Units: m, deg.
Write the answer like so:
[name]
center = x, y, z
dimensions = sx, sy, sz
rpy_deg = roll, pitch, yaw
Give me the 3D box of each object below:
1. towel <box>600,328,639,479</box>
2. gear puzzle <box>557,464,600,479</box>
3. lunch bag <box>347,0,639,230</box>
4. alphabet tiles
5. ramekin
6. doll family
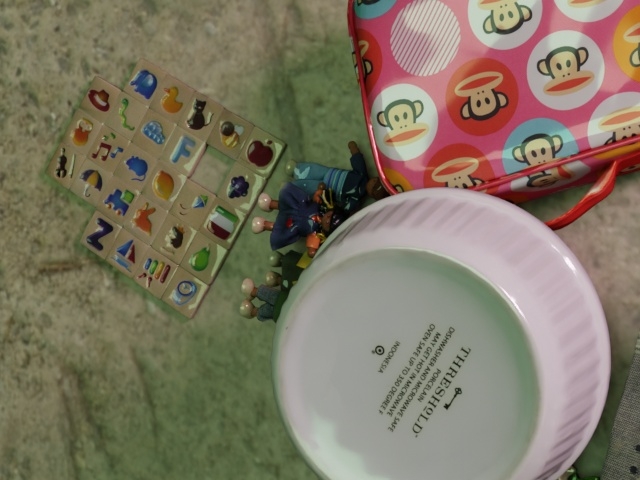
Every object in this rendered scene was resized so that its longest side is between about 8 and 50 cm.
[towel]
center = 0.353, 0.175, 0.864
dimensions = 0.324, 0.056, 0.312
rpy_deg = 16, 89, 41
[gear puzzle]
center = 0.201, 0.281, 1.000
dimensions = 0.339, 0.044, 0.175
rpy_deg = 40, 102, 26
[lunch bag]
center = 0.179, -0.136, 1.011
dimensions = 0.293, 0.120, 0.258
rpy_deg = -14, 79, 22
[alphabet tiles]
center = -0.171, -0.064, 1.223
dimensions = 0.237, 0.009, 0.198
rpy_deg = 32, 98, 24
[ramekin]
center = 0.084, 0.097, 0.951
dimensions = 0.273, 0.127, 0.272
rpy_deg = 3, 99, 22
[doll family]
center = 0.000, 0.000, 1.101
dimensions = 0.111, 0.076, 0.193
rpy_deg = 5, 87, 37
